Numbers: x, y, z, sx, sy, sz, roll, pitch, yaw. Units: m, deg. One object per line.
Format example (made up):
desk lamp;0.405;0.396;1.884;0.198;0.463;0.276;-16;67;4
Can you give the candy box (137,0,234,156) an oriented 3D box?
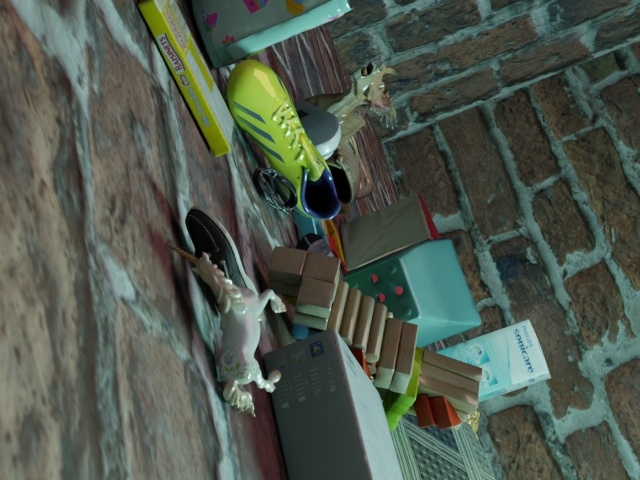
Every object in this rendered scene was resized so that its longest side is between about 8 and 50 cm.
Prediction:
candy box;-0.160;-0.211;1.307;0.105;0.027;0.206;-89;156;-63

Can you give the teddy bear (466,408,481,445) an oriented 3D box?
teddy bear;0.187;0.307;1.891;0.245;0.113;0.338;41;4;7

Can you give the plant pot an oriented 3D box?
plant pot;0.141;0.095;1.793;0.234;0.165;0.165;6;63;-68

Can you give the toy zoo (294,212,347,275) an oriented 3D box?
toy zoo;0.000;0.000;1.783;0.192;0.030;0.293;60;12;-45

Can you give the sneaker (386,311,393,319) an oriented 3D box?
sneaker;0.074;0.187;1.652;0.215;0.083;0.084;86;-3;-45

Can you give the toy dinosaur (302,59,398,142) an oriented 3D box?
toy dinosaur;0.048;-0.238;2.014;0.127;0.200;0.295;64;-5;-5

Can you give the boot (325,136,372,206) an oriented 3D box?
boot;0.025;-0.173;2.192;0.213;0.077;0.165;62;19;-2

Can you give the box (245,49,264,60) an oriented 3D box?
box;-0.142;-0.392;1.812;0.109;0.042;0.178;-99;164;-54

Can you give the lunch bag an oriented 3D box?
lunch bag;-0.076;-0.373;1.562;0.160;0.223;0.262;59;14;-49

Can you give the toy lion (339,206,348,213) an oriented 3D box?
toy lion;0.036;-0.110;2.295;0.096;0.034;0.100;-80;148;-60

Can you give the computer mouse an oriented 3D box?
computer mouse;-0.037;-0.007;1.556;0.071;0.041;0.242;-46;119;-34

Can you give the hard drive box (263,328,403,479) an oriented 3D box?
hard drive box;0.028;0.243;1.170;0.181;0.089;0.232;58;14;-51

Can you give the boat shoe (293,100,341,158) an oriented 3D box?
boat shoe;-0.015;-0.170;1.813;0.258;0.095;0.084;-116;-172;-67

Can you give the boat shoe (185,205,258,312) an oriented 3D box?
boat shoe;-0.103;0.026;1.052;0.046;0.038;0.125;7;-51;49

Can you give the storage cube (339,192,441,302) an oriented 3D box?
storage cube;0.161;0.052;2.152;0.215;0.183;0.193;-96;161;-58

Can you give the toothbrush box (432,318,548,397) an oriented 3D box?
toothbrush box;0.343;0.285;2.343;0.216;0.295;0.126;42;28;-73

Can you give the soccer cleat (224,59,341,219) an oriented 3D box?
soccer cleat;-0.043;-0.142;1.543;0.121;0.093;0.289;31;-23;42

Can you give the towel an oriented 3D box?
towel;0.140;0.309;1.489;0.312;0.056;0.324;36;20;-28

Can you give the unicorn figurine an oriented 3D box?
unicorn figurine;-0.076;0.079;1.002;0.111;0.060;0.162;24;50;-63

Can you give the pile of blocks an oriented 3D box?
pile of blocks;0.051;0.157;1.355;0.362;0.149;0.113;38;41;-22
